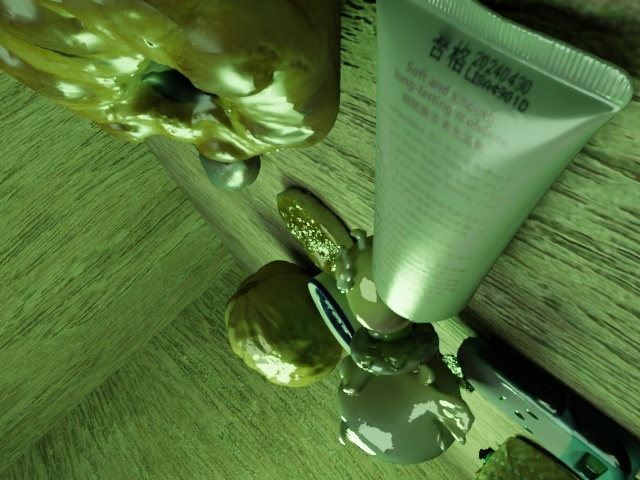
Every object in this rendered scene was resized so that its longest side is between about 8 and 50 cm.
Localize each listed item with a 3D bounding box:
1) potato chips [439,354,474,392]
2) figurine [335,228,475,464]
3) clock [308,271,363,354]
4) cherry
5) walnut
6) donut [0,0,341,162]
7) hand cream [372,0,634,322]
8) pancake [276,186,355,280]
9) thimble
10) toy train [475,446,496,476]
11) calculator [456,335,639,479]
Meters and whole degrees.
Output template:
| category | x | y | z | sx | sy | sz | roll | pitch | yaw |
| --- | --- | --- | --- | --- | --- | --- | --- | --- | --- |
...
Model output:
| category | x | y | z | sx | sy | sz | roll | pitch | yaw |
| --- | --- | --- | --- | --- | --- | --- | --- | --- | --- |
| potato chips | 0.246 | 0.253 | 1.037 | 0.202 | 0.029 | 0.220 | 54 | 168 | -28 |
| figurine | 0.123 | 0.158 | 0.711 | 0.274 | 0.226 | 0.394 | 27 | 132 | 60 |
| clock | 0.060 | 0.179 | 1.203 | 0.230 | 0.083 | 0.230 | 57 | 169 | 18 |
| cherry | -0.195 | -0.183 | 0.963 | 0.188 | 0.115 | 0.148 | 58 | -177 | -21 |
| walnut | -0.096 | 0.252 | 1.445 | 0.383 | 0.383 | 0.383 | 44 | 167 | 13 |
| donut | -0.115 | -0.171 | 0.412 | 0.299 | 0.150 | 0.317 | 15 | 171 | -28 |
| hand cream | 0.111 | -0.045 | 0.434 | 0.185 | 0.118 | 0.359 | 45 | 160 | 26 |
| pancake | 0.001 | -0.001 | 1.018 | 0.282 | 0.049 | 0.282 | 44 | 164 | 17 |
| thimble | 0.426 | 0.512 | 0.950 | 0.229 | 0.148 | 0.196 | 37 | 163 | 30 |
| toy train | 0.450 | 0.561 | 1.156 | 0.136 | 0.091 | 0.227 | 61 | 166 | -12 |
| calculator | 0.322 | 0.248 | 0.708 | 0.293 | 0.051 | 0.173 | 38 | 163 | 35 |
